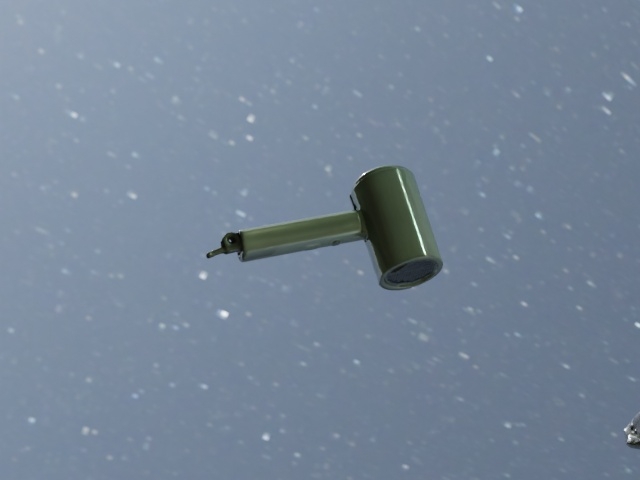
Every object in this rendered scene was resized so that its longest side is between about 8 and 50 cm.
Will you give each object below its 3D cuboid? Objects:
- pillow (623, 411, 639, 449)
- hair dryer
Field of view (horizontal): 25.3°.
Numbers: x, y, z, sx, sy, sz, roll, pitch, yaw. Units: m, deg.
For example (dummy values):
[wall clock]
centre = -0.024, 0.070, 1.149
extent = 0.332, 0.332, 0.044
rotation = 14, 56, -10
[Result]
[pillow]
centre = 0.198, 0.062, 0.580
extent = 0.135, 0.091, 0.055
rotation = -21, -106, -16
[hair dryer]
centre = 0.000, 0.000, 0.769
extent = 0.124, 0.038, 0.063
rotation = -10, -119, -13
